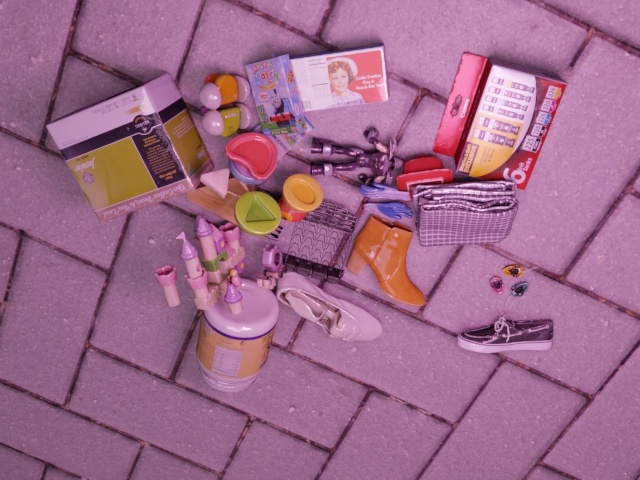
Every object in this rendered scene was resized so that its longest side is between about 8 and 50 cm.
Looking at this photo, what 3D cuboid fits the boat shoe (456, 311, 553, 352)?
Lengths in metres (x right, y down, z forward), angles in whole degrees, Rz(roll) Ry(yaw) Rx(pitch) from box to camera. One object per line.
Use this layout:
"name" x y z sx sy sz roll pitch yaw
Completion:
"boat shoe" 0.591 0.292 2.067 0.306 0.113 0.104 0 108 5

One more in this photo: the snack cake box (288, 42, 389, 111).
"snack cake box" 0.055 -0.455 1.812 0.265 0.089 0.152 -5 112 10

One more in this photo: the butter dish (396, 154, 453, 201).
"butter dish" 0.302 -0.196 1.888 0.160 0.118 0.160 -8 154 11

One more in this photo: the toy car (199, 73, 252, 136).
"toy car" -0.292 -0.393 1.873 0.136 0.159 0.182 19 122 38

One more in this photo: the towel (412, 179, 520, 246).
"towel" 0.407 -0.072 1.850 0.284 0.235 0.121 -2 69 8

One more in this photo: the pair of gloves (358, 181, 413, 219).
"pair of gloves" 0.196 -0.115 1.923 0.159 0.023 0.198 7 156 13

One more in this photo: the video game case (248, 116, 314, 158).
"video game case" -0.119 -0.327 1.936 0.166 0.015 0.119 -38 104 22

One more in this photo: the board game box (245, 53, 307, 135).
"board game box" -0.126 -0.406 1.832 0.160 0.039 0.211 4 113 47

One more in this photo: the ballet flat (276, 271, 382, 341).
"ballet flat" 0.019 0.243 2.112 0.400 0.139 0.139 33 115 -8

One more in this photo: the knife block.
"knife block" -0.250 -0.093 2.020 0.276 0.088 0.242 -15 111 14

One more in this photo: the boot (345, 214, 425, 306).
"boot" 0.242 0.062 2.015 0.295 0.104 0.211 29 115 -2

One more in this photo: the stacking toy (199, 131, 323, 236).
"stacking toy" -0.186 -0.137 1.874 0.309 0.279 0.130 46 148 4

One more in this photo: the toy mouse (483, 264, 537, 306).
"toy mouse" 0.593 0.140 2.040 0.161 0.031 0.143 0 114 8

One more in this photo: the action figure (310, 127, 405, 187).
"action figure" 0.114 -0.241 1.903 0.285 0.099 0.185 5 108 2

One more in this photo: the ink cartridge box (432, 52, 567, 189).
"ink cartridge box" 0.481 -0.330 1.788 0.272 0.130 0.309 15 116 2

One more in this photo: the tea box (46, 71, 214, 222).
"tea box" -0.546 -0.272 1.908 0.329 0.220 0.323 -17 110 15

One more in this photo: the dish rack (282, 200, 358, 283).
"dish rack" 0.000 0.000 2.040 0.208 0.074 0.271 16 114 -1

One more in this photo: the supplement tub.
"supplement tub" -0.277 0.312 2.109 0.241 0.241 0.331 16 128 0

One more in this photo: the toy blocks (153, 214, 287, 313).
"toy blocks" -0.309 0.035 1.951 0.309 0.288 0.260 6 122 23
